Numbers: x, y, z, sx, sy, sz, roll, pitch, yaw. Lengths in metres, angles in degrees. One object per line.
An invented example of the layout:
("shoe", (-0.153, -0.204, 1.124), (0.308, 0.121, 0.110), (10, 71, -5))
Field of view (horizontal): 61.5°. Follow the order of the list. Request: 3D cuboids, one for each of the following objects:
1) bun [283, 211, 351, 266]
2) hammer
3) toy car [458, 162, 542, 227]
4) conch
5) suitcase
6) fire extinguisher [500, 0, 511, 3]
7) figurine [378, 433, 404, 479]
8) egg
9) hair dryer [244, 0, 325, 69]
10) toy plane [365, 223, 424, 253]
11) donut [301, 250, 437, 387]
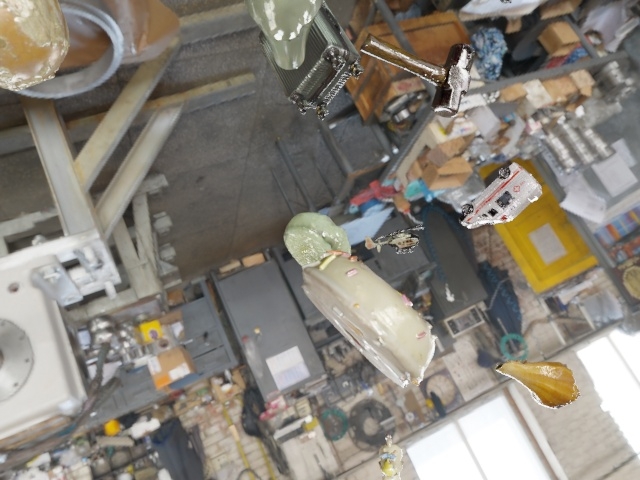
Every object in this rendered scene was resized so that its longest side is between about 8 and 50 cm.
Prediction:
("bun", (0.000, 0.000, 1.483), (0.118, 0.195, 0.195), (-49, 180, -36))
("hammer", (0.321, -0.595, 1.817), (0.408, 0.243, 0.095), (18, 175, -16))
("toy car", (0.456, -0.094, 1.373), (0.210, 0.108, 0.089), (-46, 157, 16))
("conch", (0.515, 0.334, 1.237), (0.330, 0.093, 0.109), (19, 143, -36))
("suitcase", (-0.031, -0.484, 1.374), (0.128, 0.312, 0.202), (5, 141, -44))
("fire extinguisher", (0.335, -0.445, 0.967), (0.025, 0.038, 0.083), (-15, -163, 21))
("figurine", (0.125, 0.402, 0.980), (0.047, 0.083, 0.051), (-12, 134, 12))
("egg", (-0.528, -0.363, 0.865), (0.203, 0.203, 0.245), (-31, 118, 19))
("hair dryer", (-0.046, -0.395, 0.809), (0.118, 0.298, 0.296), (5, 154, -1))
("toy plane", (0.149, 0.001, 1.068), (0.120, 0.049, 0.031), (-13, -152, 8))
("donut", (0.114, 0.176, 1.268), (0.142, 0.382, 0.383), (-44, 166, -10))
